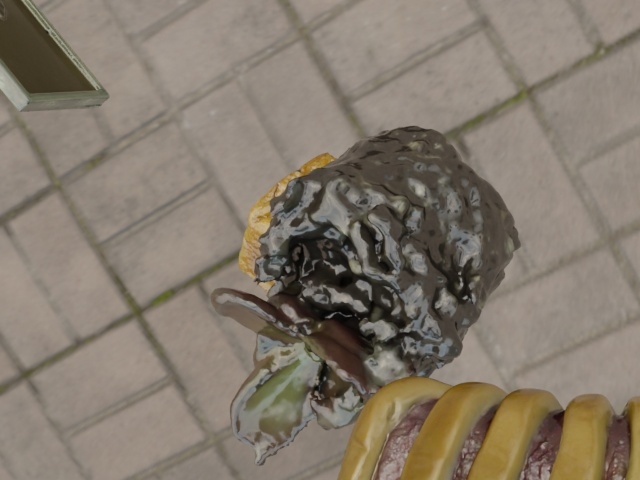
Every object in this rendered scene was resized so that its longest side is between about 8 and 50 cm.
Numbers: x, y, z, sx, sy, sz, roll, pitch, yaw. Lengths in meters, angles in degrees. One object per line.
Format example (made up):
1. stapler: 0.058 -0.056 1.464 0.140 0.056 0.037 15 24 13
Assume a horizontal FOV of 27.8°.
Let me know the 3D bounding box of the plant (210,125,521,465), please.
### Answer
1. plant: 0.030 0.031 0.975 0.178 0.234 0.204 50 145 0

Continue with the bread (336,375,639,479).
1. bread: 0.113 0.132 0.655 0.225 0.134 0.081 0 142 31

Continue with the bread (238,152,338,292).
1. bread: 0.000 0.000 1.643 0.158 0.149 0.143 34 141 20

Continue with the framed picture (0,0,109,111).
1. framed picture: -0.232 -0.168 0.867 0.015 0.150 0.203 -39 90 12
